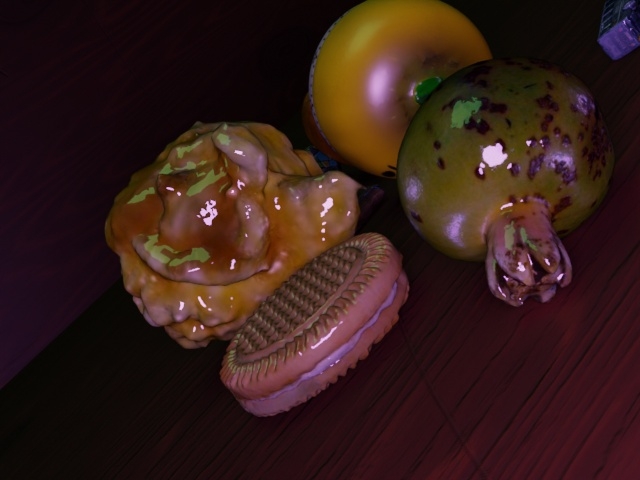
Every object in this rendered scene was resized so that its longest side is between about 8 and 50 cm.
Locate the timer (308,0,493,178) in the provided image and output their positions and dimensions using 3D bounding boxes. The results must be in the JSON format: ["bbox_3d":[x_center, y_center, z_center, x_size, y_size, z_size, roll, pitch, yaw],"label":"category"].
[{"bbox_3d":[0.131,-0.206,1.257,0.285,0.285,0.285,-38,13,10],"label":"timer"}]

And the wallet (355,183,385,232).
[{"bbox_3d":[0.000,0.000,1.394,0.124,0.042,0.230,-14,30,50],"label":"wallet"}]

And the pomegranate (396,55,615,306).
[{"bbox_3d":[0.168,-0.051,0.826,0.202,0.202,0.248,-34,44,26],"label":"pomegranate"}]

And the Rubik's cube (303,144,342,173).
[{"bbox_3d":[-0.007,-0.129,1.736,0.111,0.111,0.093,-12,55,64],"label":"Rubik's cube"}]

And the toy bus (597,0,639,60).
[{"bbox_3d":[0.408,-0.297,1.229,0.065,0.047,0.166,-36,13,34],"label":"toy bus"}]

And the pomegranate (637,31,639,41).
[{"bbox_3d":[0.430,-0.289,0.983,0.156,0.156,0.220,-48,-16,-31],"label":"pomegranate"}]

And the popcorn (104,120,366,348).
[{"bbox_3d":[-0.115,-0.018,1.218,0.335,0.274,0.279,-41,25,5],"label":"popcorn"}]

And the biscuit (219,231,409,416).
[{"bbox_3d":[-0.006,0.092,1.017,0.259,0.079,0.259,-38,14,11],"label":"biscuit"}]

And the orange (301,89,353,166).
[{"bbox_3d":[0.097,-0.236,1.608,0.249,0.183,0.249,-32,23,15],"label":"orange"}]
